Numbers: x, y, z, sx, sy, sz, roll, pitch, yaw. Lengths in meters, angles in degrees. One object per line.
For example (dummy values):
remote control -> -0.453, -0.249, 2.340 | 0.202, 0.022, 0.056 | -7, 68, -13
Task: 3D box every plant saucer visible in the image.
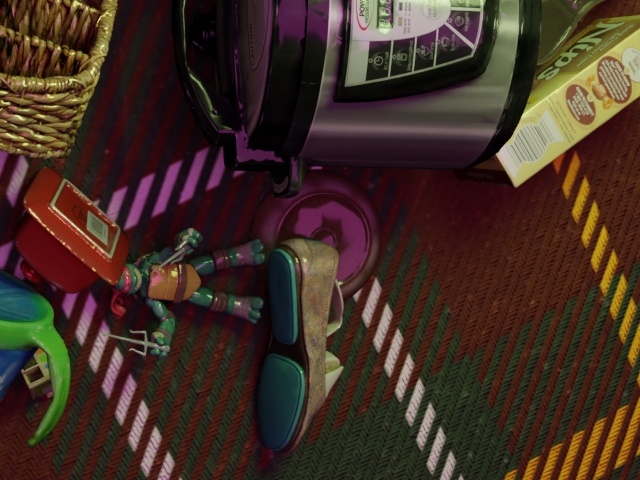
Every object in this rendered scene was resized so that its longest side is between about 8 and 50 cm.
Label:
plant saucer -> 0.000, 0.000, 1.804 | 0.198, 0.036, 0.199 | -2, 97, -17

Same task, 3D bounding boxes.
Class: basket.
basket -> -0.405, -0.253, 1.522 | 0.299, 0.213, 0.223 | 19, 112, -19

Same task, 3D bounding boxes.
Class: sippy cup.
sippy cup -> -0.476, 0.149, 1.578 | 0.240, 0.305, 0.224 | 14, 104, -46

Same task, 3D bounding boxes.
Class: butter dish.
butter dish -> -0.338, 0.007, 1.652 | 0.118, 0.160, 0.160 | -43, 107, 14

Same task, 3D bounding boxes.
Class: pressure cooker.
pressure cooker -> 0.022, -0.265, 1.610 | 0.420, 0.370, 0.376 | 1, 135, -16

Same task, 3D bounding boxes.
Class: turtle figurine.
turtle figurine -> -0.188, 0.056, 1.707 | 0.234, 0.118, 0.175 | -2, 114, -34

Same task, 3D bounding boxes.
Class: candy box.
candy box -> 0.336, -0.200, 1.812 | 0.316, 0.183, 0.088 | -35, 106, -11

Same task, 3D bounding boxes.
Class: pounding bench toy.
pounding bench toy -> -0.371, 0.168, 1.696 | 0.052, 0.083, 0.065 | -26, 72, -16

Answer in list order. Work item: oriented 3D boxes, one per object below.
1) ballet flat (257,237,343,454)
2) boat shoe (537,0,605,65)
ballet flat -> -0.016, 0.146, 1.767 | 0.106, 0.107, 0.316 | -11, 117, -37
boat shoe -> 0.354, -0.365, 1.844 | 0.307, 0.104, 0.111 | -41, 101, -14
